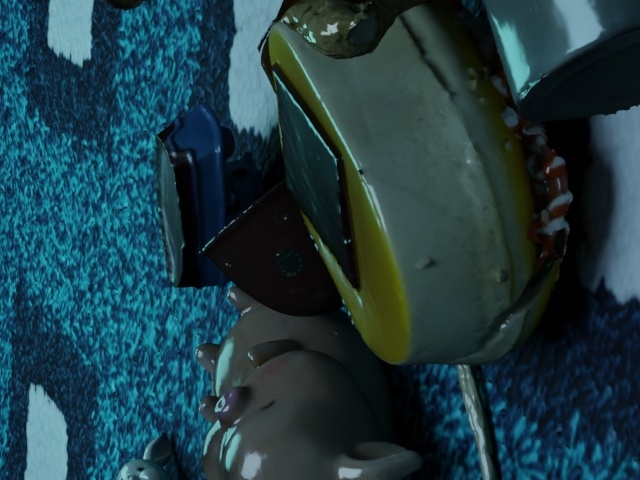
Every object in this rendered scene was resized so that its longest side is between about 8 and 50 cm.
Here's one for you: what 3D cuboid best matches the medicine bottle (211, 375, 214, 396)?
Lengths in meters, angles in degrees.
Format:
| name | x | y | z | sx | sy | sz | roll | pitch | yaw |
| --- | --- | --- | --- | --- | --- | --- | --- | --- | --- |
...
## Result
| name | x | y | z | sx | sy | sz | roll | pitch | yaw |
| --- | --- | --- | --- | --- | --- | --- | --- | --- | --- |
| medicine bottle | -0.071 | 0.155 | 1.670 | 0.057 | 0.057 | 0.089 | 171 | 97 | -66 |

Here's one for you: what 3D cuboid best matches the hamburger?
| name | x | y | z | sx | sy | sz | roll | pitch | yaw |
| --- | --- | --- | --- | --- | --- | --- | --- | --- | --- |
| hamburger | 0.067 | -0.050 | 1.244 | 0.227 | 0.151 | 0.295 | 93 | 155 | -50 |

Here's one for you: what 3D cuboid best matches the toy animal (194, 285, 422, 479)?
| name | x | y | z | sx | sy | sz | roll | pitch | yaw |
| --- | --- | --- | --- | --- | --- | --- | --- | --- | --- |
| toy animal | -0.017 | 0.146 | 1.430 | 0.250 | 0.154 | 0.166 | -96 | 28 | -59 |

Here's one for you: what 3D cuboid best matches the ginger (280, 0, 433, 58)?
| name | x | y | z | sx | sy | sz | roll | pitch | yaw |
| --- | --- | --- | --- | --- | --- | --- | --- | --- | --- |
| ginger | 0.070 | -0.194 | 1.166 | 0.148 | 0.334 | 0.081 | 21 | 133 | 19 |

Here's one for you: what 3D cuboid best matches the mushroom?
| name | x | y | z | sx | sy | sz | roll | pitch | yaw |
| --- | --- | --- | --- | --- | --- | --- | --- | --- | --- |
| mushroom | 0.116 | 0.153 | 1.291 | 0.028 | 0.026 | 0.286 | -41 | 51 | 41 |

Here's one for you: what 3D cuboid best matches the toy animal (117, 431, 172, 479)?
| name | x | y | z | sx | sy | sz | roll | pitch | yaw |
| --- | --- | --- | --- | --- | --- | --- | --- | --- | --- |
| toy animal | -0.175 | 0.264 | 1.889 | 0.071 | 0.085 | 0.124 | -43 | 59 | 16 |

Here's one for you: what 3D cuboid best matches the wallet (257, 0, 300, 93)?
| name | x | y | z | sx | sy | sz | roll | pitch | yaw |
| --- | --- | --- | --- | --- | --- | --- | --- | --- | --- |
| wallet | -0.006 | -0.141 | 1.555 | 0.176 | 0.026 | 0.095 | 61 | 138 | 46 |

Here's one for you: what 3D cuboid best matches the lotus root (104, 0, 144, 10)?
| name | x | y | z | sx | sy | sz | roll | pitch | yaw |
| --- | --- | --- | --- | --- | --- | --- | --- | --- | --- |
| lotus root | -0.221 | -0.335 | 1.962 | 0.135 | 0.095 | 0.159 | -128 | 49 | -60 |

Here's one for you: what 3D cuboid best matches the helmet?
| name | x | y | z | sx | sy | sz | roll | pitch | yaw |
| --- | --- | --- | --- | --- | --- | --- | --- | --- | --- |
| helmet | 0.000 | 0.000 | 1.431 | 0.155 | 0.175 | 0.106 | -38 | 89 | 25 |

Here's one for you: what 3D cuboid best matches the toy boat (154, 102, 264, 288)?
| name | x | y | z | sx | sy | sz | roll | pitch | yaw |
| --- | --- | --- | --- | --- | --- | --- | --- | --- | --- |
| toy boat | -0.097 | -0.034 | 1.686 | 0.223 | 0.097 | 0.100 | 92 | 159 | -50 |

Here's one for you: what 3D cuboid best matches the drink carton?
| name | x | y | z | sx | sy | sz | roll | pitch | yaw |
| --- | --- | --- | --- | --- | --- | --- | --- | --- | --- |
| drink carton | 0.157 | -0.184 | 1.009 | 0.185 | 0.191 | 0.190 | -42 | 62 | 56 |
